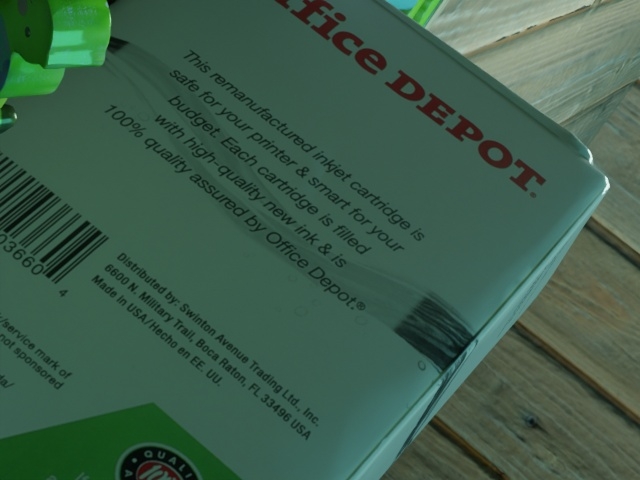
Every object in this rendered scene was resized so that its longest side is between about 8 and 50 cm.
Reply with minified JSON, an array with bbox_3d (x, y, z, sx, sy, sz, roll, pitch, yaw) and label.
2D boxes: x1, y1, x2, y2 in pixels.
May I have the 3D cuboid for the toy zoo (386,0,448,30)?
[{"bbox_3d":[0.025,-0.145,0.894,0.192,0.030,0.293,-55,169,17],"label":"toy zoo"}]

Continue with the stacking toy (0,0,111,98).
[{"bbox_3d":[-0.161,0.014,0.394,0.167,0.052,0.221,-8,149,-42],"label":"stacking toy"}]

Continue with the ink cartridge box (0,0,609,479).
[{"bbox_3d":[-0.050,0.024,0.663,0.289,0.211,0.121,-43,166,-34],"label":"ink cartridge box"}]

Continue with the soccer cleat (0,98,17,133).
[{"bbox_3d":[-0.111,-0.112,0.381,0.121,0.093,0.289,-9,153,-26],"label":"soccer cleat"}]
